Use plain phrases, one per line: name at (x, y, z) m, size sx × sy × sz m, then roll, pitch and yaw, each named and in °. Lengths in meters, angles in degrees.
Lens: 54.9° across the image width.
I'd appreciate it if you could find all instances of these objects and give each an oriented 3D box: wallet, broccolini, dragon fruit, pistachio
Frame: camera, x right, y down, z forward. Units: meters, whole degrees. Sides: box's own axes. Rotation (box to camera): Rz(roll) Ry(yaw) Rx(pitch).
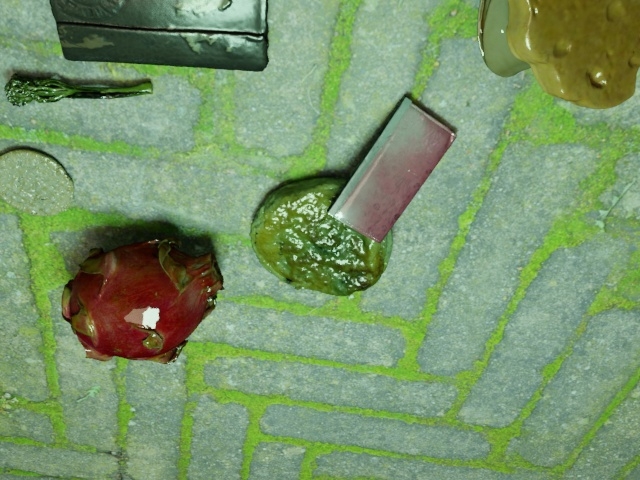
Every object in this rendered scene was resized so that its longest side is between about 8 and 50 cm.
wallet at (0.122, -0.114, 1.045) m, size 0.119 × 0.025 × 0.232 m, roll 30°, pitch 103°, yaw -20°
broccolini at (-0.392, -0.246, 0.999) m, size 0.239 × 0.051 × 0.054 m, roll -1°, pitch 84°, yaw 1°
wallet at (-0.236, -0.338, 0.915) m, size 0.321 × 0.044 × 0.170 m, roll 4°, pitch 127°, yaw -1°
dragon fruit at (-0.341, 0.117, 1.176) m, size 0.315 × 0.250 × 0.250 m, roll -1°, pitch 129°, yaw -6°
pistachio at (0.274, -0.310, 0.879) m, size 0.113 × 0.113 × 0.149 m, roll -20°, pitch 124°, yaw 17°

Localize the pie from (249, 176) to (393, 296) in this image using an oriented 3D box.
pie at (0.000, 0.000, 1.158) m, size 0.277 × 0.078 × 0.277 m, roll 1°, pitch 127°, yaw 1°

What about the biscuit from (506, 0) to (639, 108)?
biscuit at (0.389, -0.341, 0.818) m, size 0.351 × 0.057 × 0.312 m, roll 37°, pitch 97°, yaw -30°

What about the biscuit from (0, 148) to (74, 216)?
biscuit at (-0.527, -0.104, 1.130) m, size 0.152 × 0.020 × 0.152 m, roll 0°, pitch 129°, yaw 0°
